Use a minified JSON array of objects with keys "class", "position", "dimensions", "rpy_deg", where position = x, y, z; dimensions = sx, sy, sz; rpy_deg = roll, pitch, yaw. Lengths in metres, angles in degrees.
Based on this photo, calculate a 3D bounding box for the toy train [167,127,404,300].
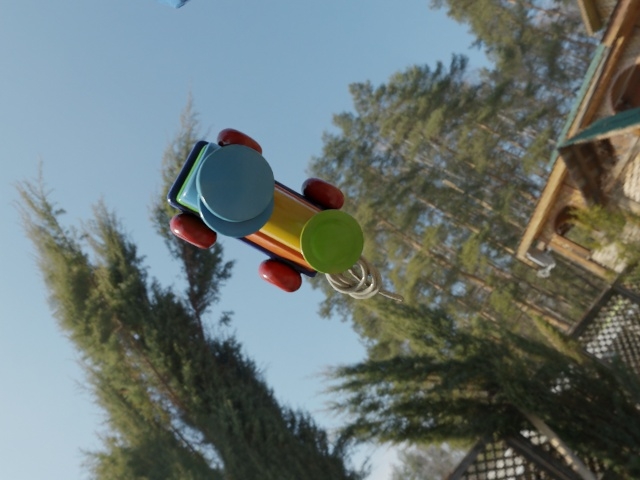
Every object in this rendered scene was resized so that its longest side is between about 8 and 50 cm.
[{"class":"toy train","position":[0.000,0.000,0.473],"dimensions":[0.105,0.248,0.143],"rpy_deg":[-62,16,-4]}]

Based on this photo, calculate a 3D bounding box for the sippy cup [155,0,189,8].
[{"class":"sippy cup","position":[-0.103,-0.319,0.444],"dimensions":[0.224,0.240,0.305],"rpy_deg":[-50,-47,-5]}]
